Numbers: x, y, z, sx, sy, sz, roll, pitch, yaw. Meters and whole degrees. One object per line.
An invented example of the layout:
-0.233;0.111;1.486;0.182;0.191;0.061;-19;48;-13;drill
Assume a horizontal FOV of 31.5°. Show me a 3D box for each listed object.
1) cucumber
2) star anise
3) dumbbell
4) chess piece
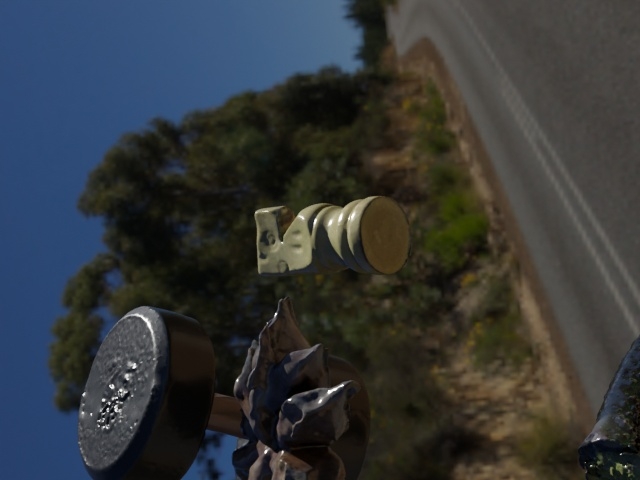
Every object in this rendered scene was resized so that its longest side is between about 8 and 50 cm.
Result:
0.243;0.124;0.853;0.245;0.067;0.067;-39;-56;-61;cucumber
-0.027;0.148;0.816;0.195;0.065;0.182;-133;47;-55;star anise
-0.081;0.152;0.979;0.218;0.152;0.152;19;-125;-32;dumbbell
0.000;0.000;1.306;0.090;0.200;0.090;6;-97;-47;chess piece
